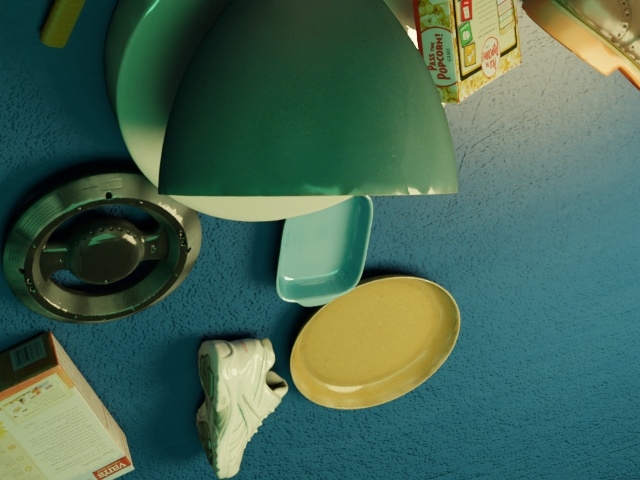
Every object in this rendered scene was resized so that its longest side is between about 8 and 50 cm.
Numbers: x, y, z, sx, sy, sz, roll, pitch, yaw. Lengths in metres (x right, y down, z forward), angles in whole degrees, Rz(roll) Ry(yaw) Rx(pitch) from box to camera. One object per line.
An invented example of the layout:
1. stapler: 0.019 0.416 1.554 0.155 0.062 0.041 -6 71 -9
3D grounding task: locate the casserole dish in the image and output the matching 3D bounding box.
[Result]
1. casserole dish: 0.000 0.000 1.797 0.114 0.037 0.188 -7 131 -18

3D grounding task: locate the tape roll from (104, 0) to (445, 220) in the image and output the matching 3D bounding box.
1. tape roll: -0.036 -0.190 1.586 0.392 0.072 0.392 -13 134 -14

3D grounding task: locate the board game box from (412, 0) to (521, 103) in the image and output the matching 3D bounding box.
1. board game box: 0.150 -0.255 1.527 0.147 0.045 0.193 -34 123 -49

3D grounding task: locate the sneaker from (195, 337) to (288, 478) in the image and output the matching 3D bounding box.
1. sneaker: -0.097 0.219 1.917 0.115 0.090 0.232 -11 134 -20

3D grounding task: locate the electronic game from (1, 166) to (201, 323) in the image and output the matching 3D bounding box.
1. electronic game: -0.247 0.010 1.687 0.229 0.048 0.229 -12 135 -13

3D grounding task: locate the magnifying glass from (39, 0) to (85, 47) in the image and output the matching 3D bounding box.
1. magnifying glass: -0.223 -0.281 1.436 0.092 0.026 0.231 4 134 -33

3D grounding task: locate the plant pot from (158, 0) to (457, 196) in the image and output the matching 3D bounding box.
1. plant pot: -0.012 -0.142 1.431 0.290 0.290 0.195 -1 93 -23

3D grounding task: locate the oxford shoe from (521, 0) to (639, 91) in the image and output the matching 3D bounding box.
1. oxford shoe: 0.399 -0.229 1.708 0.363 0.130 0.133 24 111 -37

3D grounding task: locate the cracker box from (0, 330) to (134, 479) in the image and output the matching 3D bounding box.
1. cracker box: -0.349 0.232 1.829 0.155 0.067 0.232 -25 134 0

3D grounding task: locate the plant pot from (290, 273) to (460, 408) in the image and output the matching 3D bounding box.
1. plant pot: 0.068 0.128 1.945 0.236 0.032 0.236 -13 134 -14
